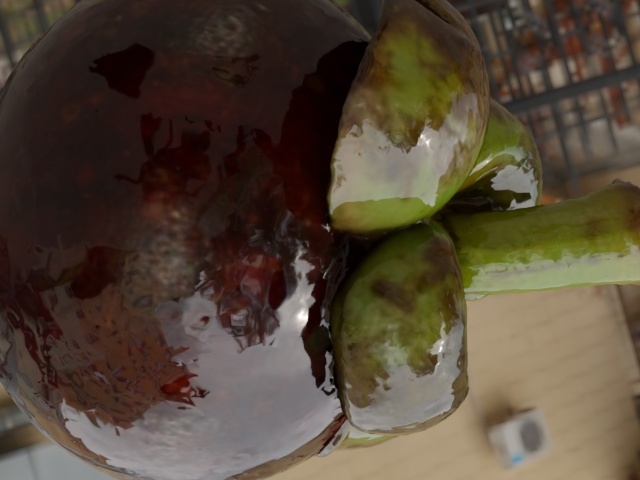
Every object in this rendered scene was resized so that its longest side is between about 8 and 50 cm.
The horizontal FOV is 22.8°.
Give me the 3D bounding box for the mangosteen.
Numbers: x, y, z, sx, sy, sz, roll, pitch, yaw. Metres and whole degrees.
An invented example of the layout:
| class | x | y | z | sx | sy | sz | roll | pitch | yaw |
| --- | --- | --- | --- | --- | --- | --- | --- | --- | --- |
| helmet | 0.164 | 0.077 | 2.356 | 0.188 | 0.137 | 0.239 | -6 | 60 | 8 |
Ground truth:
| class | x | y | z | sx | sy | sz | roll | pitch | yaw |
| --- | --- | --- | --- | --- | --- | --- | --- | --- | --- |
| mangosteen | -0.009 | 0.007 | 0.434 | 0.146 | 0.181 | 0.156 | -58 | 162 | -16 |
